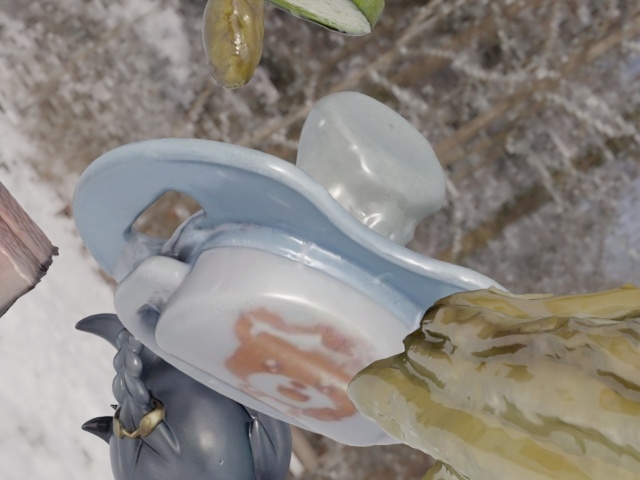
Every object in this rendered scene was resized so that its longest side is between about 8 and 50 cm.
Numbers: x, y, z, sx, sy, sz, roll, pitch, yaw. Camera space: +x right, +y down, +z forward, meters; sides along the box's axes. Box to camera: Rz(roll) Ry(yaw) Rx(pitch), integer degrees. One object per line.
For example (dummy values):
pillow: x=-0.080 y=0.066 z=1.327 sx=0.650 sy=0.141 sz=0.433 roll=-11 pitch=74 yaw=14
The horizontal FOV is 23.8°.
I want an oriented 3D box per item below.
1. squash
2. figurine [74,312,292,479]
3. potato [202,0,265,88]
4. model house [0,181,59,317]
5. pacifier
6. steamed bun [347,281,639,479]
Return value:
squash: x=-0.043 y=-0.249 z=1.318 sx=0.219 sy=0.041 sz=0.219 roll=29 pitch=-4 yaw=2
figurine: x=-0.121 y=0.141 z=1.423 sx=0.175 sy=0.197 sz=0.265 roll=-42 pitch=-113 yaw=54
potato: x=-0.060 y=-0.148 z=1.040 sx=0.046 sy=0.045 sz=0.092 roll=36 pitch=49 yaw=-45
model house: x=-0.435 y=-0.005 z=1.624 sx=0.237 sy=0.202 sz=0.237 roll=54 pitch=5 yaw=-11
pacifier: x=0.000 y=0.000 z=0.865 sx=0.279 sy=0.207 sz=0.227 roll=30 pitch=-28 yaw=-16
steamed bun: x=0.225 y=0.106 z=0.541 sx=0.428 sy=0.247 sz=0.189 roll=1 pitch=-80 yaw=49
